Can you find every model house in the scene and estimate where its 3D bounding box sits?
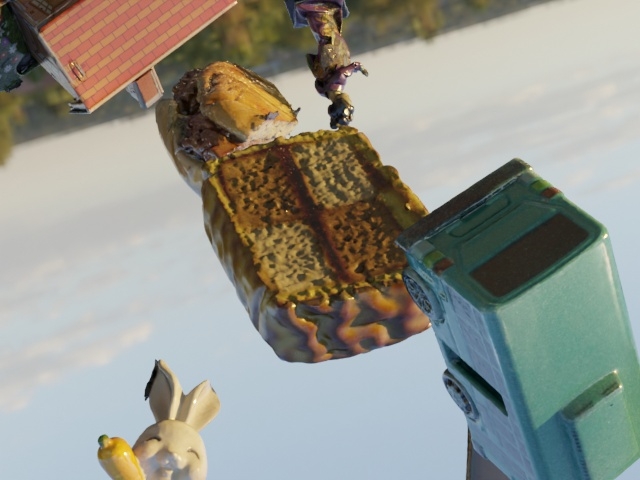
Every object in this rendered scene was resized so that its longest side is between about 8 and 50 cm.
[{"bbox_3d":[-0.202,-0.243,1.565,0.294,0.154,0.207,-40,153,-16],"label":"model house"}]

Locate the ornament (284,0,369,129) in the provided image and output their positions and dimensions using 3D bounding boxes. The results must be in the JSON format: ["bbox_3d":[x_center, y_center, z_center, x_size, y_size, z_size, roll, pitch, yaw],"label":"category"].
[{"bbox_3d":[0.022,-0.243,2.174,0.081,0.203,0.088,-20,154,3],"label":"ornament"}]

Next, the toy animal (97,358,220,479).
[{"bbox_3d":[-0.162,0.211,1.557,0.131,0.182,0.127,11,179,-14],"label":"toy animal"}]

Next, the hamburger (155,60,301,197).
[{"bbox_3d":[-0.129,-0.152,2.132,0.155,0.245,0.282,-57,152,14],"label":"hamburger"}]

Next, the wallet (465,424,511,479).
[{"bbox_3d":[0.202,0.151,1.624,0.124,0.244,0.025,-2,-173,-26],"label":"wallet"}]

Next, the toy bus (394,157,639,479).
[{"bbox_3d":[0.166,0.083,1.220,0.128,0.256,0.147,-33,-140,-12],"label":"toy bus"}]

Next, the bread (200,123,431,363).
[{"bbox_3d":[0.000,0.000,1.409,0.181,0.096,0.222,-17,-132,-16],"label":"bread"}]
